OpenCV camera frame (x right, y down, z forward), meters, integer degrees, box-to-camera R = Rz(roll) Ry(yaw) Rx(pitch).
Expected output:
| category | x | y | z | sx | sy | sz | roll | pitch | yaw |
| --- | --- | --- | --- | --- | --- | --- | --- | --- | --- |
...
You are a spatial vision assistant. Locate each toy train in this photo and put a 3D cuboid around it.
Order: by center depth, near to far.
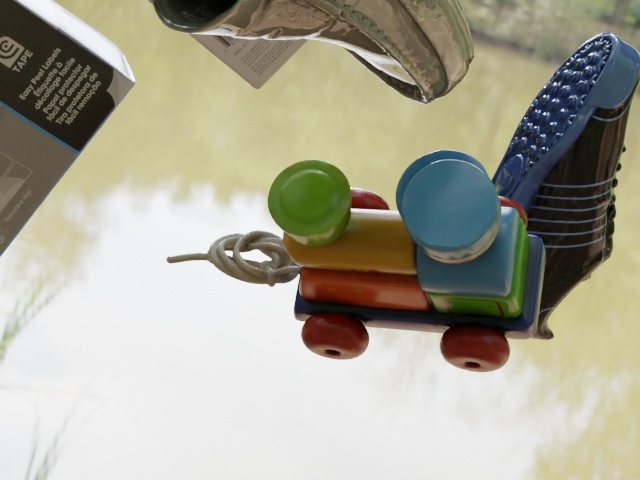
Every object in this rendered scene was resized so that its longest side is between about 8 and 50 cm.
| category | x | y | z | sx | sy | sz | roll | pitch | yaw |
| --- | --- | --- | --- | --- | --- | --- | --- | --- | --- |
| toy train | 0.000 | 0.000 | 0.893 | 0.248 | 0.105 | 0.143 | 4 | -22 | 17 |

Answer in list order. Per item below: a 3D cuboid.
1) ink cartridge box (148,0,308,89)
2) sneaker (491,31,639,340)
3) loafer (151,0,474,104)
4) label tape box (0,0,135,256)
| category | x | y | z | sx | sy | sz | roll | pitch | yaw |
| --- | --- | --- | --- | --- | --- | --- | --- | --- | --- |
| ink cartridge box | -0.085 | -0.262 | 1.393 | 0.203 | 0.148 | 0.086 | 39 | 18 | -29 |
| sneaker | 0.176 | -0.033 | 1.077 | 0.090 | 0.232 | 0.081 | 22 | 23 | -17 |
| loafer | -0.039 | -0.146 | 0.748 | 0.319 | 0.111 | 0.112 | 34 | -5 | -41 |
| label tape box | -0.384 | -0.159 | 1.389 | 0.348 | 0.249 | 0.115 | 34 | 13 | -28 |
